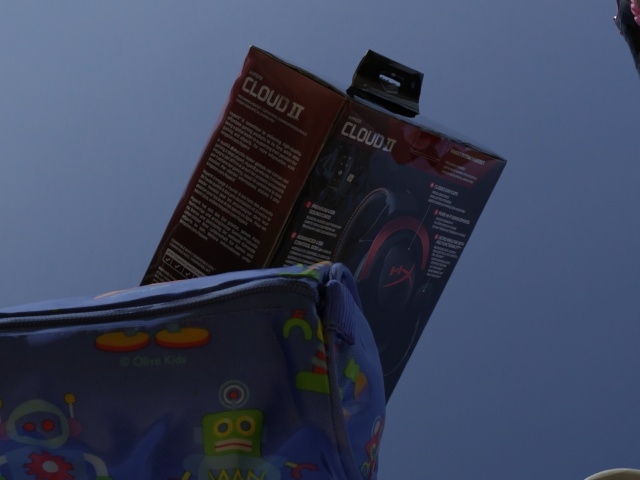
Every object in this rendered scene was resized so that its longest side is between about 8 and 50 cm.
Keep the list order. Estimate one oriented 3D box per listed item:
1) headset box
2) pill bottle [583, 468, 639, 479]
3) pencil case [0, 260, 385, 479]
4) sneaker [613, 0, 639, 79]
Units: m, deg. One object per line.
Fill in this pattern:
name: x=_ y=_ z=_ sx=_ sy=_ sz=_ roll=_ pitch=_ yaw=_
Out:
headset box: x=0.000 y=0.000 z=1.172 sx=0.110 sy=0.218 sz=0.293 roll=33 pitch=-79 yaw=38
pill bottle: x=0.247 y=0.275 z=1.244 sx=0.108 sy=0.180 sz=0.108 roll=-6 pitch=-132 yaw=7
pencil case: x=-0.121 y=0.080 z=0.797 sx=0.306 sy=0.133 sz=0.119 roll=-5 pitch=-136 yaw=4
sneaker: x=0.296 y=-0.192 z=1.428 sx=0.047 sy=0.119 sz=0.057 roll=-30 pitch=-149 yaw=-24
